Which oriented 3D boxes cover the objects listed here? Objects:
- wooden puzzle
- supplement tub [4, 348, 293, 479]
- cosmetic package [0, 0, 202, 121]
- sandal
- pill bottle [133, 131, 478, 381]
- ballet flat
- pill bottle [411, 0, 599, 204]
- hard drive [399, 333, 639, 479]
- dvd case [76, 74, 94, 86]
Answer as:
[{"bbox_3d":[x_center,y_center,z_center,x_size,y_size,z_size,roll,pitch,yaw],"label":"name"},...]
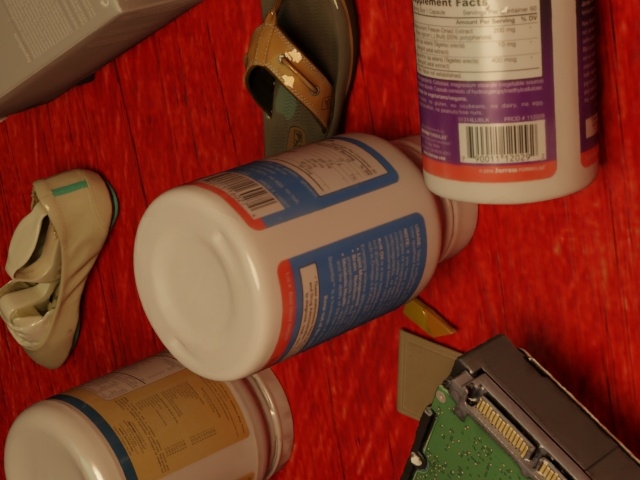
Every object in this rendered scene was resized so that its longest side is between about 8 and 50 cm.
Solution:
[{"bbox_3d":[0.083,0.103,1.033,0.078,0.014,0.116,31,125,40],"label":"wooden puzzle"},{"bbox_3d":[-0.133,0.168,1.142,0.144,0.199,0.144,18,117,40],"label":"supplement tub"},{"bbox_3d":[-0.207,-0.179,1.111,0.238,0.127,0.107,-22,94,37],"label":"cosmetic package"},{"bbox_3d":[-0.025,-0.113,1.024,0.090,0.060,0.219,26,123,37],"label":"sandal"},{"bbox_3d":[0.000,0.000,0.922,0.124,0.221,0.124,19,117,41],"label":"pill bottle"},{"bbox_3d":[-0.256,0.034,1.304,0.086,0.086,0.248,45,133,25],"label":"ballet flat"},{"bbox_3d":[0.108,-0.127,0.845,0.108,0.108,0.194,11,113,43],"label":"pill bottle"},{"bbox_3d":[0.140,0.248,0.946,0.237,0.064,0.339,44,145,27],"label":"hard drive"},{"bbox_3d":[-0.263,-0.267,1.232,0.179,0.029,0.239,22,121,39],"label":"dvd case"}]
